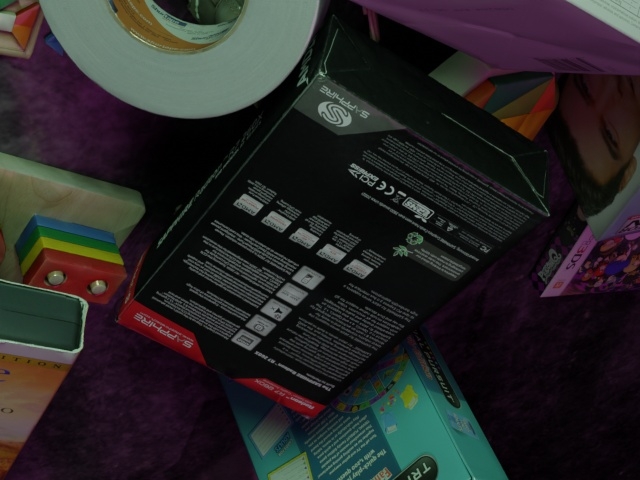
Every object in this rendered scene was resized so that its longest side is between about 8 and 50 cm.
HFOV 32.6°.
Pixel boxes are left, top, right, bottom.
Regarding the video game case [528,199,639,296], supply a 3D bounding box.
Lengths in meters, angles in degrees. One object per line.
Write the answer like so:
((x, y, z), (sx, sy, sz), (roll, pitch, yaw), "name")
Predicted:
((0.418, -0.013, 1.450), (0.232, 0.042, 0.210), (-2, 137, -28), "video game case")

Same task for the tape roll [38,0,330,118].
((-0.101, -0.206, 0.824), (0.219, 0.072, 0.219), (5, 118, 10), "tape roll")

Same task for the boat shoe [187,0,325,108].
((-0.016, -0.150, 1.009), (0.109, 0.091, 0.305), (-35, 141, 11), "boat shoe")

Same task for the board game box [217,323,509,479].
((0.035, 0.210, 1.251), (0.254, 0.336, 0.079), (-44, 139, 21), "board game box")

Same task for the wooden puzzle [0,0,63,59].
((-0.263, -0.181, 0.898), (0.116, 0.014, 0.079), (-1, 135, -29), "wooden puzzle")

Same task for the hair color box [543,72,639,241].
((0.339, -0.170, 1.035), (0.113, 0.185, 0.374), (-12, 155, -14), "hair color box")

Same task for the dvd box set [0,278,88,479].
((-0.422, 0.148, 1.016), (0.307, 0.062, 0.420), (14, 142, -23), "dvd box set")

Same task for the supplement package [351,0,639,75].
((0.174, -0.275, 0.798), (0.198, 0.199, 0.263), (15, 89, -40), "supplement package")

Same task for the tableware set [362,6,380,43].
((0.026, -0.245, 0.893), (0.020, 0.141, 0.169), (-9, 143, 6), "tableware set")

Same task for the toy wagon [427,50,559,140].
((0.139, -0.114, 1.085), (0.267, 0.068, 0.344), (-17, 147, -45), "toy wagon")

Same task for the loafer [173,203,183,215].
((-0.060, 0.051, 1.182), (0.092, 0.102, 0.268), (-29, 130, 2), "loafer")

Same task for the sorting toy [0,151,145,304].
((-0.331, 0.043, 1.052), (0.255, 0.089, 0.257), (16, 126, -40), "sorting toy")

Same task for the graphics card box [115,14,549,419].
((0.000, 0.000, 0.986), (0.232, 0.094, 0.371), (29, 133, -16), "graphics card box")
